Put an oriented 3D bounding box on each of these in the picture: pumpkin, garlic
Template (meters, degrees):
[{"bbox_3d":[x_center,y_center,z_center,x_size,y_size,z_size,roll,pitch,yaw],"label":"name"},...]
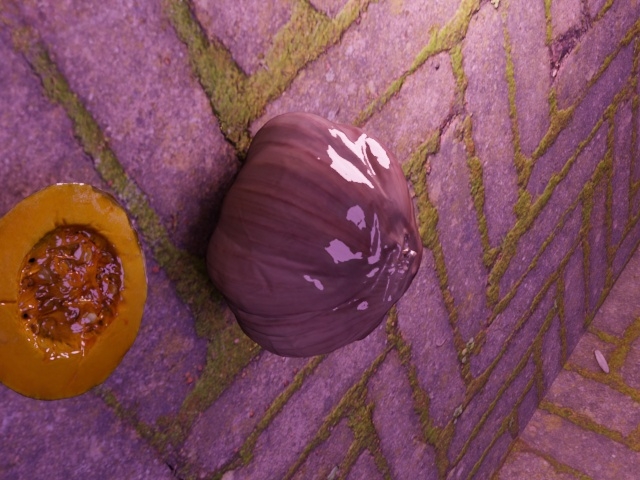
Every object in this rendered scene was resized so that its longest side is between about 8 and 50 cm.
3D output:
[{"bbox_3d":[-0.281,0.046,0.733,0.217,0.110,0.217,-11,104,-51],"label":"pumpkin"},{"bbox_3d":[0.000,0.000,0.926,0.317,0.259,0.317,-35,137,-41],"label":"garlic"}]
